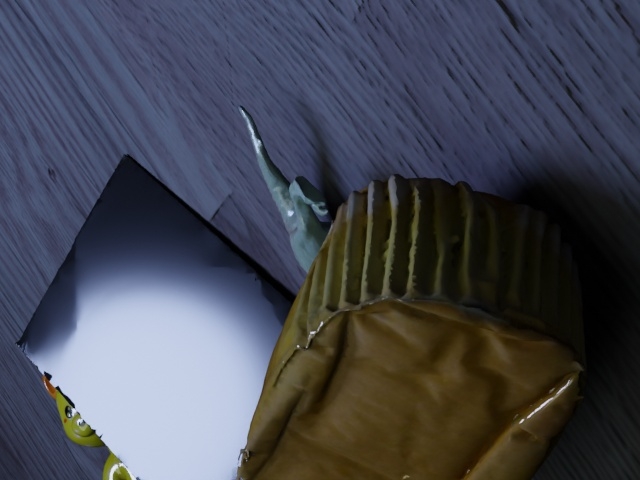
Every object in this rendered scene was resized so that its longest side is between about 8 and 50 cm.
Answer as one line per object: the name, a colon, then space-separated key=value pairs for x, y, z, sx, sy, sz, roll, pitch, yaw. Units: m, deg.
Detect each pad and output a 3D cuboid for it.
pad: x=-0.145 y=0.113 z=0.969 sx=0.367 sy=0.007 sz=0.248 roll=39 pitch=102 yaw=27

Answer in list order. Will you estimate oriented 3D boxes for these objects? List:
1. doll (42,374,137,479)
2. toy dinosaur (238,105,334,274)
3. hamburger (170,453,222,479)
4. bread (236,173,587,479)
doll: x=-0.253 y=0.211 z=1.201 sx=0.143 sy=0.135 sz=0.221 roll=-31 pitch=82 yaw=21
toy dinosaur: x=0.000 y=0.000 z=0.811 sx=0.242 sy=0.053 sz=0.167 roll=44 pitch=147 yaw=7
hamburger: x=-0.091 y=0.272 z=1.039 sx=0.189 sy=0.122 sz=0.215 roll=-17 pitch=104 yaw=49
bread: x=0.063 y=0.093 z=0.691 sx=0.204 sy=0.156 sz=0.288 roll=15 pitch=129 yaw=0
